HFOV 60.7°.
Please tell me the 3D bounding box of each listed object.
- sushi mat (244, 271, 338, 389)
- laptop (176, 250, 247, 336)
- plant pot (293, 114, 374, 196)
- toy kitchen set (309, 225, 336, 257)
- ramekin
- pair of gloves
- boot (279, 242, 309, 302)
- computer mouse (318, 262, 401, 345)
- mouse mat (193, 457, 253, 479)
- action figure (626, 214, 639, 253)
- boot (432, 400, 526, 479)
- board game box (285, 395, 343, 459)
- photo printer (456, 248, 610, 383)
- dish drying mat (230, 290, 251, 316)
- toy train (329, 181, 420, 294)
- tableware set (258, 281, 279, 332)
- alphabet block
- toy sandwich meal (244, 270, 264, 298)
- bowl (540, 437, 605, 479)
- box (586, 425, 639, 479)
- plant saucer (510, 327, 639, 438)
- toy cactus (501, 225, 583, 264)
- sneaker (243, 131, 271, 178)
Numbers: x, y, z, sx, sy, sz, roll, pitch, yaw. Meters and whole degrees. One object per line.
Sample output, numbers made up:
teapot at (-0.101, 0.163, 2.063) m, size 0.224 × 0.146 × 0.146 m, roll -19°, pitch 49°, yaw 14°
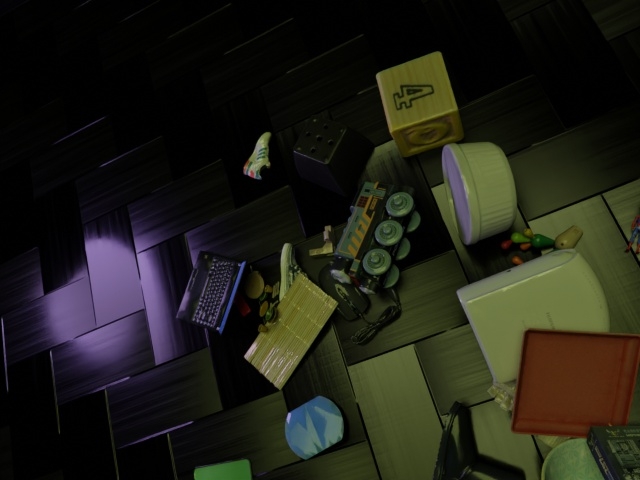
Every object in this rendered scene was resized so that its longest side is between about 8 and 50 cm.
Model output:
sushi mat at (-0.088, 0.262, 1.576) m, size 0.151 × 0.019 × 0.316 m, roll 36°, pitch 99°, yaw 18°
laptop at (-0.335, 0.152, 1.663) m, size 0.264 × 0.136 × 0.234 m, roll 13°, pitch 79°, yaw 25°
plant pot at (0.024, -0.272, 1.643) m, size 0.188 × 0.167 × 0.187 m, roll 26°, pitch 84°, yaw 26°
toy kitchen set at (0.000, 0.000, 1.626) m, size 0.075 × 0.068 × 0.083 m, roll -9°, pitch 71°, yaw 18°
ramekin at (0.410, -0.131, 1.416) m, size 0.127 × 0.273 × 0.273 m, roll -13°, pitch 70°, yaw 3°
pair of gloves at (0.549, 0.367, 1.334) m, size 0.240 × 0.042 × 0.204 m, roll 40°, pitch 91°, yaw 26°
boot at (-0.070, 0.102, 1.629) m, size 0.086 × 0.069 × 0.190 m, roll 0°, pitch 84°, yaw 15°
computer mouse at (0.107, 0.147, 1.549) m, size 0.184 × 0.060 × 0.262 m, roll -34°, pitch 67°, yaw 9°
mouse mat at (-0.275, 0.713, 1.556) m, size 0.189 × 0.007 × 0.153 m, roll -17°, pitch 70°, yaw 16°
action figure at (0.797, -0.026, 1.365) m, size 0.038 × 0.030 × 0.115 m, roll 16°, pitch 79°, yaw 28°
boot at (0.389, 0.535, 1.313) m, size 0.207 × 0.094 × 0.247 m, roll 12°, pitch 86°, yaw 26°
board game box at (-0.014, 0.514, 1.505) m, size 0.168 × 0.033 × 0.133 m, roll -31°, pitch 62°, yaw 4°
photo printer at (0.510, 0.174, 1.284) m, size 0.307 × 0.107 × 0.256 m, roll -23°, pitch 103°, yaw 10°
dish drying mat at (-0.247, 0.195, 1.694) m, size 0.032 × 0.008 × 0.083 m, roll -40°, pitch 65°, yaw 7°
toy train at (0.152, -0.014, 1.530) m, size 0.190 × 0.142 × 0.334 m, roll 15°, pitch 72°, yaw 29°
tableware set at (-0.160, 0.198, 1.609) m, size 0.104 × 0.024 × 0.154 m, roll -41°, pitch 36°, yaw 41°
alphabet block at (0.287, -0.383, 1.566) m, size 0.193 × 0.192 × 0.197 m, roll -17°, pitch 71°, yaw 17°
toy sandwich meal at (-0.200, 0.138, 1.679) m, size 0.085 × 0.029 × 0.086 m, roll -6°, pitch 79°, yaw 32°
bowl at (0.610, 0.587, 1.167) m, size 0.289 × 0.289 × 0.156 m, roll 14°, pitch 123°, yaw 23°
box at (0.713, 0.475, 1.144) m, size 0.232 × 0.059 × 0.183 m, roll -1°, pitch 30°, yaw 1°
plant saucer at (0.568, 0.318, 1.236) m, size 0.259 × 0.048 × 0.258 m, roll 3°, pitch 103°, yaw 2°
toy cactus at (0.593, 0.028, 1.393) m, size 0.180 × 0.112 × 0.219 m, roll -44°, pitch 56°, yaw -7°
sneaker at (-0.185, -0.273, 1.788) m, size 0.075 × 0.057 × 0.161 m, roll 27°, pitch 84°, yaw 8°
